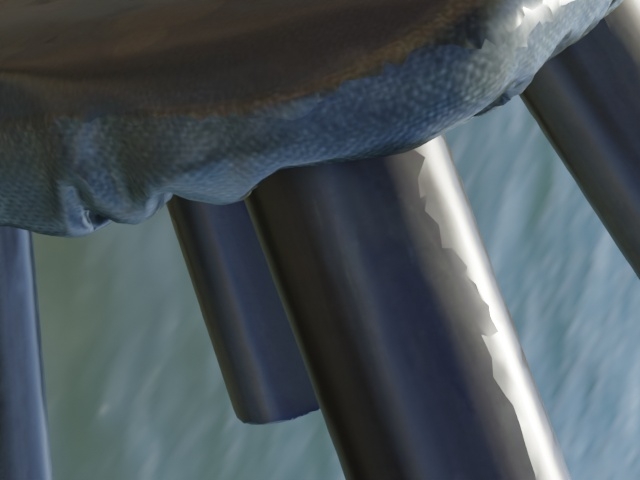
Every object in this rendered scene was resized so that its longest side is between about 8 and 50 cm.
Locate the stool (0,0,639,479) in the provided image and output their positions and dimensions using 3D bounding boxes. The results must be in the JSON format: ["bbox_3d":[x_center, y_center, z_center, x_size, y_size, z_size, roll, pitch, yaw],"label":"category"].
[{"bbox_3d":[0.000,0.000,0.578,0.310,0.310,0.226,-43,118,-50],"label":"stool"}]
